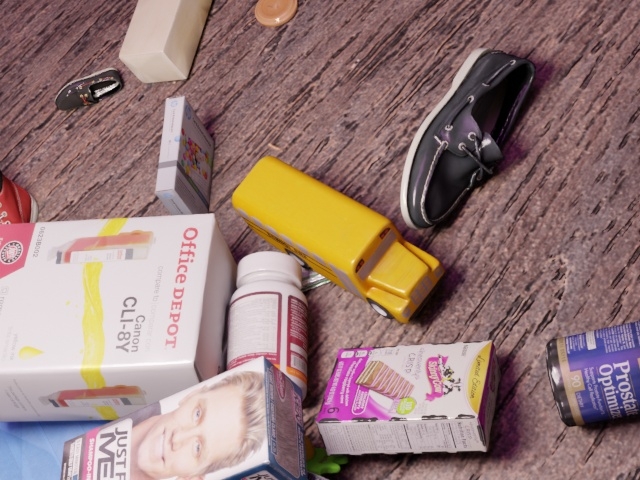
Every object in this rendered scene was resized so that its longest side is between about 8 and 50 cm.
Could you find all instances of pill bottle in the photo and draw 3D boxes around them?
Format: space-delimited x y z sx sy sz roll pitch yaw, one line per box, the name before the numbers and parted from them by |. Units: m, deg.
pill bottle | -0.079 0.136 1.946 0.121 0.121 0.221 -10 57 17
pill bottle | 0.420 0.170 1.720 0.219 0.123 0.123 -14 57 15

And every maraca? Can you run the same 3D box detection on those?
maraca | -0.055 0.308 1.843 0.185 0.127 0.099 5 104 16

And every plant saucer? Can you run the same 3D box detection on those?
plant saucer | -0.081 -0.426 2.350 0.083 0.013 0.084 -11 57 17

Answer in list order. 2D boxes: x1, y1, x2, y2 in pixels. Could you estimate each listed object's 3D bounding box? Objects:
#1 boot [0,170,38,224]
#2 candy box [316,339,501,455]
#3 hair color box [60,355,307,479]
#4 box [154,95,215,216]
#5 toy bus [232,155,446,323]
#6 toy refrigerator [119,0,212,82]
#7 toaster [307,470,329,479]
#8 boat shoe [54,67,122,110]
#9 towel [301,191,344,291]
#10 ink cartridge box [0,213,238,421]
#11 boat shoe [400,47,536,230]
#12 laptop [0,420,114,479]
boot | -0.553 -0.014 2.198 0.088 0.176 0.244 -16 58 11
candy box | 0.126 0.221 1.809 0.233 0.071 0.159 -5 35 19
hair color box | -0.191 0.307 1.757 0.347 0.105 0.174 -25 45 20
box | -0.223 -0.123 2.146 0.038 0.145 0.186 -8 58 15
toy bus | 0.026 -0.004 1.952 0.332 0.130 0.108 30 75 36
toy refrigerator | -0.271 -0.425 2.382 0.102 0.094 0.270 -2 59 29
toaster | 0.015 0.404 1.731 0.227 0.146 0.129 20 71 31
boat shoe | -0.429 -0.274 2.380 0.133 0.049 0.042 -25 46 2
towel | 0.000 0.000 2.056 0.113 0.023 0.152 -20 55 10
ink cartridge box | -0.336 0.117 1.959 0.384 0.160 0.279 -3 53 10
boat shoe | 0.238 -0.157 1.990 0.113 0.127 0.340 9 55 39
laptop | -0.550 0.313 1.962 0.382 0.407 0.236 51 131 36
